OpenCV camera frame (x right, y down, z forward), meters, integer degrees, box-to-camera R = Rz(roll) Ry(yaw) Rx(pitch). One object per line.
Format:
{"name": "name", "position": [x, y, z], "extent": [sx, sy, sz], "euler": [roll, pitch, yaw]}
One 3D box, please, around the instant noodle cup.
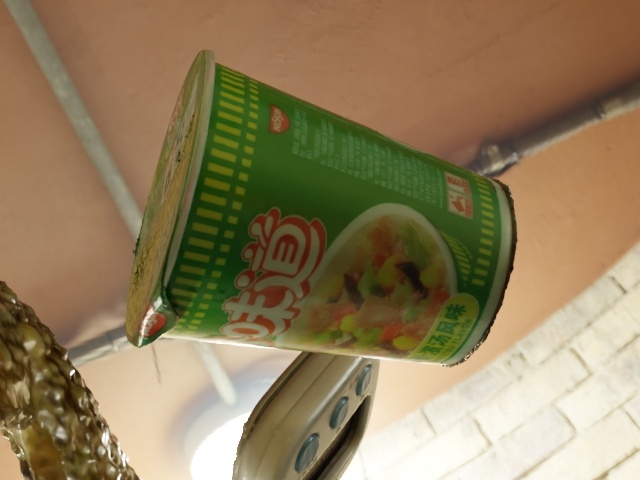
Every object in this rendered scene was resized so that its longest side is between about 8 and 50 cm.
{"name": "instant noodle cup", "position": [0.000, 0.000, 0.679], "extent": [0.233, 0.207, 0.207], "euler": [15, -57, -16]}

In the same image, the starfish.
{"name": "starfish", "position": [-0.160, 0.103, 0.451], "extent": [0.132, 0.398, 0.383], "euler": [-41, -65, -23]}

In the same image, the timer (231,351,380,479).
{"name": "timer", "position": [-0.021, 0.244, 1.187], "extent": [0.262, 0.087, 0.237], "euler": [-44, -28, -44]}
